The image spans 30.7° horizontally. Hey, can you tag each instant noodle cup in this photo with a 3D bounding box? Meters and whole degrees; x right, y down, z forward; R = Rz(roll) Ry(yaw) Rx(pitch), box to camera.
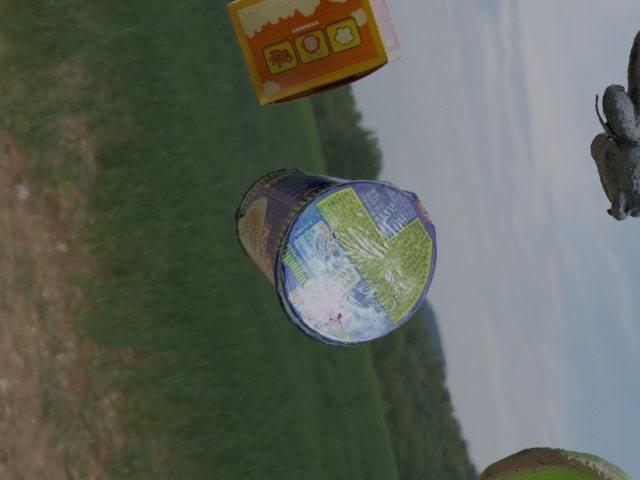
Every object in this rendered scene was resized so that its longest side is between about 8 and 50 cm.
[{"bbox_3d":[0.000,0.000,1.959,0.312,0.284,0.284,31,-41,62],"label":"instant noodle cup"}]

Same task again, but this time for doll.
[{"bbox_3d":[0.564,-0.207,2.087,0.245,0.158,0.341,-3,92,-47],"label":"doll"}]

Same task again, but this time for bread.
[{"bbox_3d":[0.393,0.451,1.936,0.045,0.301,0.301,-68,151,-48],"label":"bread"}]

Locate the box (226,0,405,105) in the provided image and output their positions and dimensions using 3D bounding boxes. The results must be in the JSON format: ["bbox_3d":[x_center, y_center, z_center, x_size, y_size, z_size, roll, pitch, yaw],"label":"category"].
[{"bbox_3d":[0.003,-0.392,2.206,0.283,0.259,0.214,-46,117,-74],"label":"box"}]
